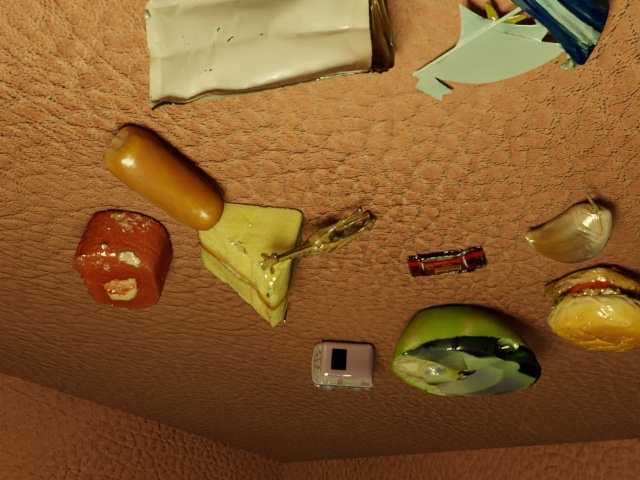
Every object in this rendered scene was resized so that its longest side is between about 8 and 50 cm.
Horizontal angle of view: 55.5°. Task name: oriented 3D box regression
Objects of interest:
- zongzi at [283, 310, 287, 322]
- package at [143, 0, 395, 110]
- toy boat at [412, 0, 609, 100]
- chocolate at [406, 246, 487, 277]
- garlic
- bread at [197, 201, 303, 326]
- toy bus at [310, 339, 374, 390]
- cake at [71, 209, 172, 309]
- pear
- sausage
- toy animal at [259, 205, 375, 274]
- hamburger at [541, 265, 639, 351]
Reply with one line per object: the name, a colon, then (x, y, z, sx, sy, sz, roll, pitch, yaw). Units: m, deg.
zongzi: (-0.111, 0.192, 1.689, 0.067, 0.074, 0.083, -28, 140, 16)
package: (-0.069, -0.290, 0.829, 0.310, 0.221, 0.165, -3, 109, 17)
toy boat: (0.246, -0.272, 0.864, 0.220, 0.067, 0.291, 24, 147, -30)
chocolate: (0.295, 0.051, 1.430, 0.182, 0.028, 0.086, -9, 139, 21)
garlic: (0.513, -0.026, 1.213, 0.128, 0.091, 0.198, 24, 151, -7)
bread: (-0.178, 0.057, 1.370, 0.235, 0.199, 0.264, 12, 148, 3)
toy bus: (0.071, 0.399, 1.945, 0.202, 0.142, 0.142, 3, 155, 2)
cake: (-0.453, 0.053, 1.432, 0.176, 0.151, 0.283, 8, 145, 3)
pear: (0.392, 0.293, 1.685, 0.398, 0.165, 0.399, 4, 149, 2)
sausage: (-0.291, -0.112, 1.172, 0.105, 0.105, 0.274, -15, 143, 30)
toy animal: (-0.002, 0.002, 1.252, 0.275, 0.054, 0.149, -24, 171, -14)
hamburger: (0.659, 0.168, 1.436, 0.244, 0.163, 0.244, 3, 151, 2)
